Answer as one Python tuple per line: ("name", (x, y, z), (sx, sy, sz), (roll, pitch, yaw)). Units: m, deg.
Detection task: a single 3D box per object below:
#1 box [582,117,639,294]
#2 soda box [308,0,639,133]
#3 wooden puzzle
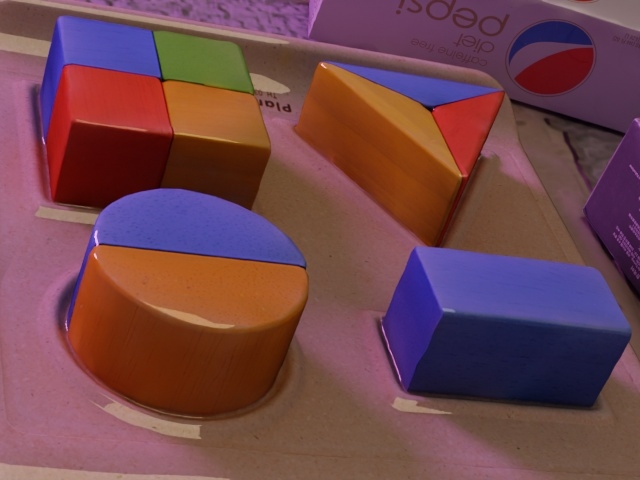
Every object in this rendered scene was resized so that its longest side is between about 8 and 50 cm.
("box", (0.317, 0.059, 0.785), (0.242, 0.076, 0.307), (-2, 44, -29))
("soda box", (0.105, -0.139, 0.914), (0.216, 0.074, 0.069), (15, 38, -11))
("wooden puzzle", (0.000, 0.000, 0.687), (0.322, 0.080, 0.348), (7, 40, -21))
